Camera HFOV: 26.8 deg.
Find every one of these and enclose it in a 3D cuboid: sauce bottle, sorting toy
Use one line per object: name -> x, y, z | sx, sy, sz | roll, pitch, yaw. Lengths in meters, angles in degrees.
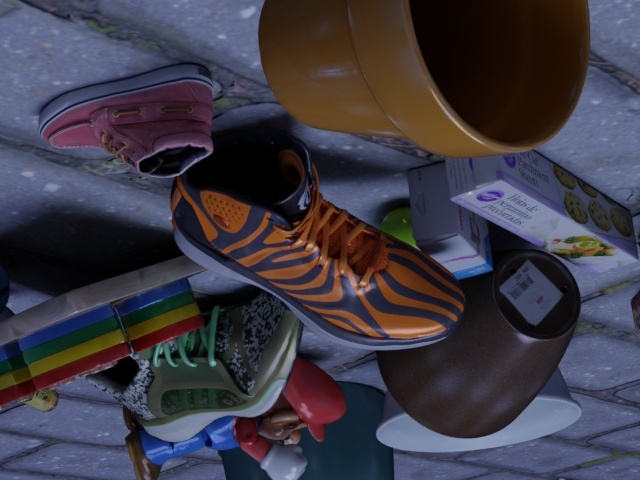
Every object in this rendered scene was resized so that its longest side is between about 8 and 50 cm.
sauce bottle -> -0.425, 0.217, 1.954 | 0.042, 0.042, 0.128 | -11, 159, 13
sorting toy -> -0.266, 0.107, 1.524 | 0.255, 0.089, 0.257 | -22, 178, 34

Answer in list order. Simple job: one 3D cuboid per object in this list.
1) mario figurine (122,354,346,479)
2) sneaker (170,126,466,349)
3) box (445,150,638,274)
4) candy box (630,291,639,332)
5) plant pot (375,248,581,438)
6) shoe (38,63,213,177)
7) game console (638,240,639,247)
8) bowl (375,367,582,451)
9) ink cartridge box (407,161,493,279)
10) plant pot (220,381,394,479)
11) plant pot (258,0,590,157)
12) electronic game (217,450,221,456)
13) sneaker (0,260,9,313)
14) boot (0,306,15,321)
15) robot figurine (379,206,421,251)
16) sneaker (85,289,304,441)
mario figurine -> -0.116, 0.279, 1.967 | 0.320, 0.198, 0.170 | -13, 164, 0
sneaker -> 0.000, 0.000, 1.317 | 0.321, 0.125, 0.180 | 19, 154, 2
box -> 0.247, -0.036, 1.458 | 0.063, 0.067, 0.324 | -21, 152, 32
candy box -> 0.529, 0.083, 1.827 | 0.186, 0.053, 0.109 | -2, 158, -5
plant pot -> 0.202, 0.100, 1.572 | 0.215, 0.215, 0.230 | 2, 158, -17
shoe -> -0.175, -0.094, 1.202 | 0.178, 0.081, 0.063 | -14, 156, 20
game console -> 0.533, 0.002, 1.520 | 0.293, 0.173, 0.250 | 15, 132, 2
bowl -> 0.221, 0.208, 1.955 | 0.297, 0.134, 0.298 | -5, 157, -2
ink cartridge box -> 0.140, -0.020, 1.441 | 0.052, 0.089, 0.122 | -14, 156, 21
plant pot -> -0.012, 0.396, 2.169 | 0.293, 0.235, 0.293 | -7, 148, -4
plant pot -> 0.061, -0.155, 0.987 | 0.205, 0.205, 0.188 | 16, 165, -42
electronic game -> -0.068, 0.362, 2.378 | 0.229, 0.048, 0.229 | -4, 158, -2
sneaker -> -0.516, 0.046, 1.471 | 0.340, 0.125, 0.139 | -1, -175, -19
boot -> -0.498, 0.107, 1.633 | 0.258, 0.095, 0.123 | 12, 160, -17
robot figurine -> 0.095, 0.012, 1.508 | 0.067, 0.101, 0.115 | 24, 128, 20
sneaker -> -0.171, 0.148, 1.733 | 0.182, 0.158, 0.410 | 24, 142, -29
